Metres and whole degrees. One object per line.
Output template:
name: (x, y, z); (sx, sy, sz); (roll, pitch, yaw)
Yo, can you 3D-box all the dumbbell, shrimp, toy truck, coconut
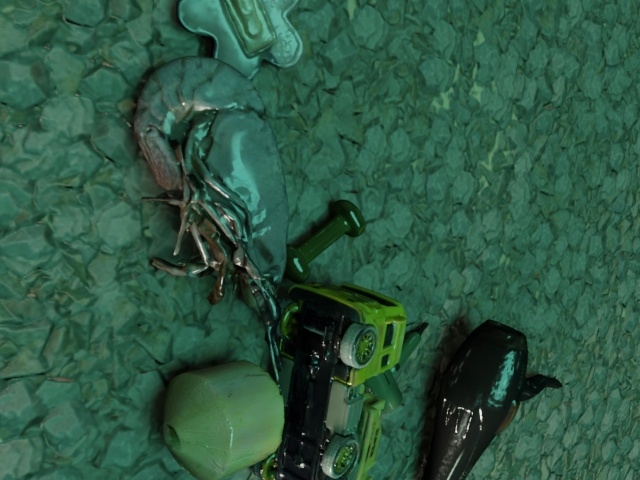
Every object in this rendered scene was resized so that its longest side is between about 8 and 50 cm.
dumbbell: (0.000, 0.000, 0.845); (0.118, 0.046, 0.052); (-38, 115, -26)
shrimp: (-0.094, -0.011, 0.712); (0.145, 0.116, 0.343); (-19, 100, -23)
toy truck: (0.023, 0.184, 0.844); (0.157, 0.124, 0.273); (-8, 111, -53)
coconut: (-0.110, 0.191, 0.753); (0.122, 0.116, 0.116); (-4, 101, -43)

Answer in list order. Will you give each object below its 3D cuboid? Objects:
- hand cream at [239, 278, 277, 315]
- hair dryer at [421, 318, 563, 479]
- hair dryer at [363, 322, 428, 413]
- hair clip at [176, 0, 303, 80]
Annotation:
hand cream: (-0.075, 0.004, 0.800); (0.057, 0.037, 0.165); (-13, 101, -36)
hair dryer: (0.292, 0.271, 1.114); (0.359, 0.120, 0.304); (6, 104, -48)
hair dryer: (0.108, 0.159, 0.967); (0.150, 0.047, 0.071); (-43, 121, -31)
hair clip: (-0.094, -0.281, 0.703); (0.146, 0.075, 0.257); (-37, 126, -25)
